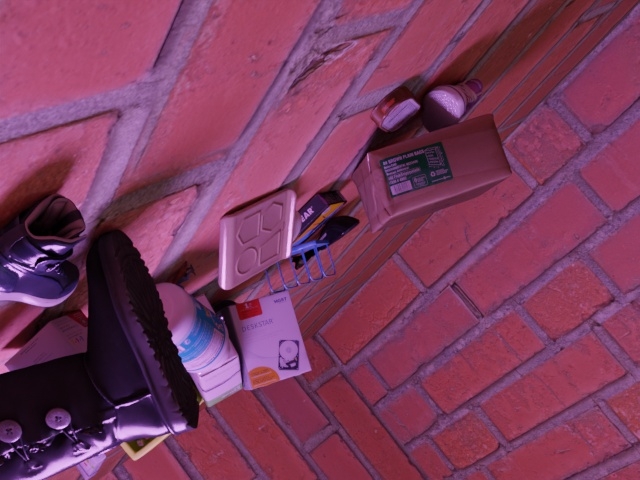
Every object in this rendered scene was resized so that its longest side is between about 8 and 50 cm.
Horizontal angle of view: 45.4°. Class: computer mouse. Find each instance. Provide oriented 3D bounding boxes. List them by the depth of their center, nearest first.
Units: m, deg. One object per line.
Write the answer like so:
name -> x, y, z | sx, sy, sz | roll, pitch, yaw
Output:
computer mouse -> 0.000, 0.000, 2.297 | 0.184, 0.060, 0.262 | -38, -179, -28

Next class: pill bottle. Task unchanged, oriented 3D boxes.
pill bottle -> -0.299, 0.206, 1.703 | 0.146, 0.146, 0.264 | -39, 147, -1

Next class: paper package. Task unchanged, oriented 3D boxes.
paper package -> 0.267, -0.162, 1.900 | 0.325, 0.168, 0.309 | -18, 174, -7

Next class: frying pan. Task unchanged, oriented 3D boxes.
frying pan -> -0.346, 0.268, 2.246 | 0.197, 0.053, 0.326 | -26, 164, -42

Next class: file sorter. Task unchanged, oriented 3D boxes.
file sorter -> -0.058, 0.071, 2.118 | 0.170, 0.104, 0.118 | -19, 175, 17

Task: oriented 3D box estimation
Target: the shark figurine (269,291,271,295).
shark figurine -> -0.261, 0.290, 2.514 | 0.278, 0.116, 0.166 | -31, -157, 0

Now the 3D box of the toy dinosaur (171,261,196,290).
toy dinosaur -> -0.317, 0.083, 1.696 | 0.082, 0.047, 0.090 | -30, 135, -3

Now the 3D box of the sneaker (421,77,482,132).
sneaker -> 0.336, -0.357, 1.879 | 0.161, 0.102, 0.282 | -43, 179, -3

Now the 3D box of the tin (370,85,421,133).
tin -> 0.174, -0.294, 1.737 | 0.106, 0.040, 0.190 | -46, 168, 13

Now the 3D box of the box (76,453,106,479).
box -> -0.698, 0.613, 2.242 | 0.038, 0.145, 0.186 | -32, 167, -39

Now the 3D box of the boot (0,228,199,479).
boot -> -0.473, 0.218, 1.273 | 0.446, 0.366, 0.146 | -18, -172, 5

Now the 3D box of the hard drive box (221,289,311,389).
hard drive box -> -0.150, 0.273, 2.102 | 0.181, 0.232, 0.089 | -16, 174, -21

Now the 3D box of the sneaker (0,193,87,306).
sneaker -> -0.372, 0.016, 1.073 | 0.163, 0.086, 0.226 | -39, 168, 11

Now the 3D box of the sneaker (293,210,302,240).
sneaker -> -0.136, -0.008, 1.792 | 0.212, 0.080, 0.094 | -37, 157, -7

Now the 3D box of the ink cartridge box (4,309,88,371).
ink cartridge box -> -0.457, 0.242, 1.419 | 0.127, 0.176, 0.128 | -41, 179, 9

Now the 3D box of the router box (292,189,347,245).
router box -> -0.027, -0.055, 2.006 | 0.179, 0.046, 0.133 | -43, 168, 24

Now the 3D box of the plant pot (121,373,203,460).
plant pot -> -0.455, 0.424, 2.098 | 0.228, 0.227, 0.207 | -41, 174, 15

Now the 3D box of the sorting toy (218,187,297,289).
sorting toy -> -0.143, -0.008, 1.695 | 0.208, 0.038, 0.192 | -26, 135, -40

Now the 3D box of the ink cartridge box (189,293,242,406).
ink cartridge box -> -0.299, 0.291, 1.995 | 0.115, 0.198, 0.272 | -27, 158, -17
